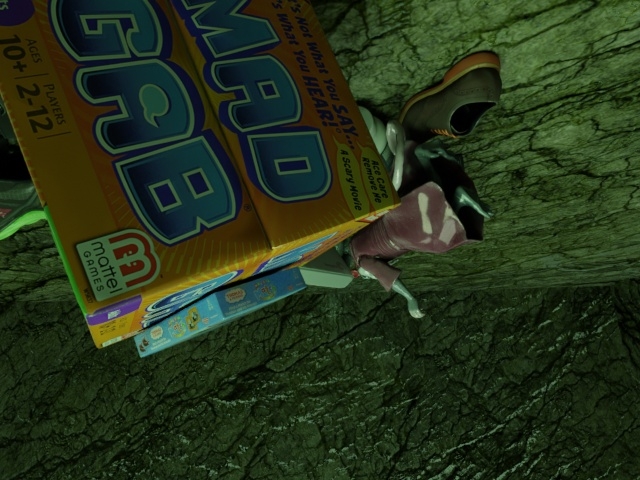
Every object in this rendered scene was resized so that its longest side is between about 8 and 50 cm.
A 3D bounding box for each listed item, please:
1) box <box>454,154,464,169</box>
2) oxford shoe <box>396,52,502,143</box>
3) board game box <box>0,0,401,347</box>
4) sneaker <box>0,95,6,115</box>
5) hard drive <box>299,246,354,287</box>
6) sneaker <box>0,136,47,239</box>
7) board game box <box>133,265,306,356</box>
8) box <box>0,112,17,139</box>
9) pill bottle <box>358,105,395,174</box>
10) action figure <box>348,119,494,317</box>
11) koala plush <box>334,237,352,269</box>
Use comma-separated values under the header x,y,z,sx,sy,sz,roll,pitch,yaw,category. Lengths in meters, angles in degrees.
x,y,z,sx,sy,sz,roll,pitch,yaw,category
0.212,-0.118,1.171,0.270,0.144,0.165,0,161,-4,box
0.228,-0.232,0.874,0.096,0.099,0.271,5,162,-21,oxford shoe
-0.187,-0.102,0.632,0.356,0.357,0.356,-21,173,-28,board game box
-0.413,-0.248,0.669,0.295,0.147,0.104,0,161,-11,sneaker
-0.087,-0.052,1.028,0.047,0.353,0.233,-46,148,22,hard drive
-0.703,-0.125,1.031,0.482,0.185,0.202,-15,133,12,sneaker
-0.146,0.104,0.672,0.211,0.039,0.160,-29,172,37,board game box
-0.495,-0.240,0.836,0.190,0.045,0.184,4,155,-14,box
0.093,-0.197,0.962,0.107,0.108,0.180,-8,162,20,pill bottle
0.150,-0.012,0.951,0.275,0.248,0.370,23,138,-25,action figure
0.000,0.000,1.555,0.196,0.203,0.221,3,146,27,koala plush
